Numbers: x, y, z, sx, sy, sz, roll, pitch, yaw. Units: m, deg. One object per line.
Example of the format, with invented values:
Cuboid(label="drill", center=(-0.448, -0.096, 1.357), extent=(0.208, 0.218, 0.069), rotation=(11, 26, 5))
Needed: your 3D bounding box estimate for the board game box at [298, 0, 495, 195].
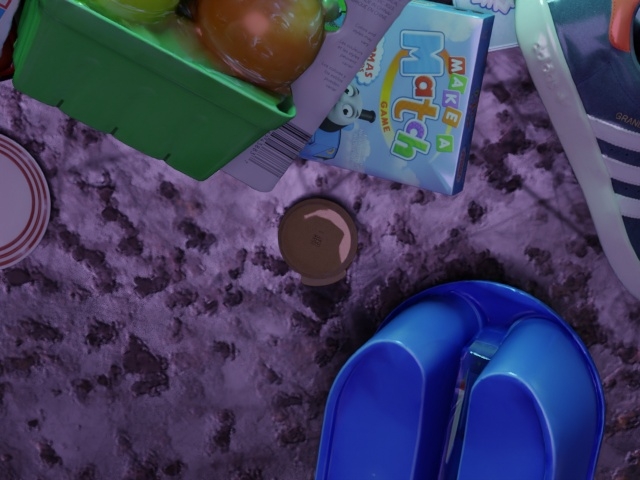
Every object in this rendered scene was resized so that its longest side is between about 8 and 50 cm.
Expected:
Cuboid(label="board game box", center=(0.038, -0.142, 1.370), extent=(0.211, 0.039, 0.160), rotation=(15, 107, 19))

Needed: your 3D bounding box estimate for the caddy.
Cuboid(label="caddy", center=(0.129, 0.209, 1.442), extent=(0.241, 0.179, 0.341), rotation=(16, 108, 22))

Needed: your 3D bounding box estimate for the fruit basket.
Cuboid(label="fruit basket", center=(-0.085, -0.240, 1.254), extent=(0.327, 0.165, 0.353), rotation=(26, 111, -23))

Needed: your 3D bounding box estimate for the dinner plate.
Cuboid(label="dinner plate", center=(-0.324, -0.039, 1.460), extent=(0.141, 0.017, 0.141), rotation=(1, 106, 2))

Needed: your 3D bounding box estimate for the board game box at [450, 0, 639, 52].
Cuboid(label="board game box", center=(0.249, -0.342, 1.326), extent=(0.318, 0.066, 0.318), rotation=(-9, 107, 5))

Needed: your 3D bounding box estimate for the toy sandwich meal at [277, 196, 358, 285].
Cuboid(label="toy sandwich meal", center=(0.000, 0.000, 1.457), extent=(0.085, 0.029, 0.086), rotation=(2, 100, 11))

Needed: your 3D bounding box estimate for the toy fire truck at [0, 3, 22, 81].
Cuboid(label="toy fire truck", center=(-0.382, -0.178, 1.300), extent=(0.217, 0.246, 0.159), rotation=(-11, 106, 5))

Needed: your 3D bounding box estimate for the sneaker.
Cuboid(label="sneaker", center=(0.291, -0.089, 1.331), extent=(0.148, 0.131, 0.350), rotation=(-19, 125, 17))
